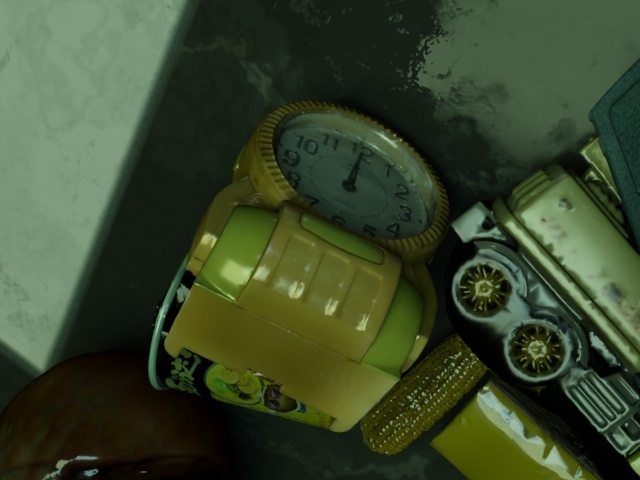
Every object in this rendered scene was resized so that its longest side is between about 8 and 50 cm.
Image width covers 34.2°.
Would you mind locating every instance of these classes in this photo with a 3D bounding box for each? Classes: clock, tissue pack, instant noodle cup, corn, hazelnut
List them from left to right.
[{"bbox_3d":[-0.273,0.347,1.313,0.359,0.359,0.409,26,124,17],"label":"hazelnut"},{"bbox_3d":[-0.053,0.113,1.207,0.236,0.215,0.215,20,114,9],"label":"instant noodle cup"},{"bbox_3d":[0.000,0.000,1.073,0.244,0.317,0.200,28,132,-10],"label":"clock"},{"bbox_3d":[0.120,0.180,1.205,0.068,0.068,0.207,47,118,6],"label":"corn"},{"bbox_3d":[0.224,0.239,1.163,0.169,0.082,0.120,42,120,9],"label":"tissue pack"}]

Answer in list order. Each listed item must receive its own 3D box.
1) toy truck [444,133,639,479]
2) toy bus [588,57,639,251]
[{"bbox_3d":[0.311,0.095,1.022,0.254,0.180,0.405,-42,82,15],"label":"toy truck"},{"bbox_3d":[0.369,-0.021,0.865,0.162,0.194,0.323,-51,43,49],"label":"toy bus"}]
